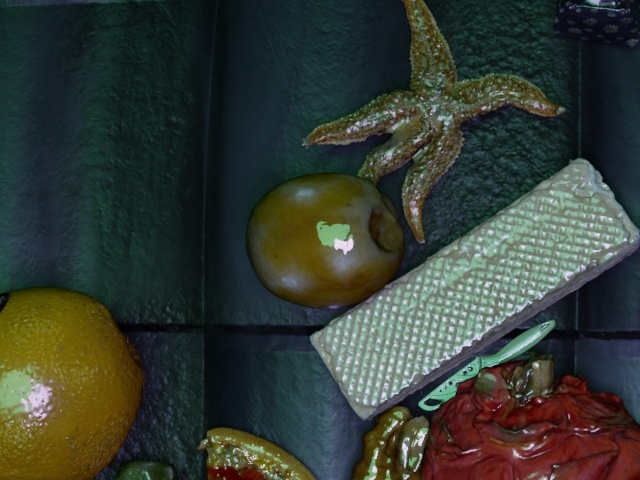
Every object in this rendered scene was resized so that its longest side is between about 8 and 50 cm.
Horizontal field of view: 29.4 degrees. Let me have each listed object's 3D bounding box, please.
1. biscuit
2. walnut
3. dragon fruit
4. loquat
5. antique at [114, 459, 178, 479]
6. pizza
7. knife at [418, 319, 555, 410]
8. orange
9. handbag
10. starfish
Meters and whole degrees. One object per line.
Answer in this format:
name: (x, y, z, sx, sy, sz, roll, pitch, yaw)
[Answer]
biscuit: (0.196, 0.062, 1.553, 0.426, 0.078, 0.144, -32, 75, 4)
walnut: (0.111, 0.299, 1.534, 0.143, 0.069, 0.170, 17, 79, 10)
dragon fruit: (0.247, 0.236, 1.440, 0.317, 0.152, 0.205, -25, 77, -8)
loquat: (0.000, 0.000, 1.538, 0.227, 0.179, 0.179, -8, 77, 45)
antique: (-0.225, 0.395, 1.576, 0.080, 0.081, 0.221, 0, 81, 10)
pizza: (-0.104, 0.353, 1.572, 0.188, 0.062, 0.199, 25, 87, 16)
knife: (0.214, 0.158, 1.566, 0.207, 0.014, 0.030, -35, 77, 4)
orange: (-0.359, 0.191, 1.549, 0.274, 0.274, 0.274, -2, 80, 11)
handbag: (0.360, -0.314, 1.554, 0.115, 0.139, 0.072, 14, 75, 14)
starfish: (0.112, -0.161, 1.607, 0.301, 0.084, 0.293, 42, 89, 11)
